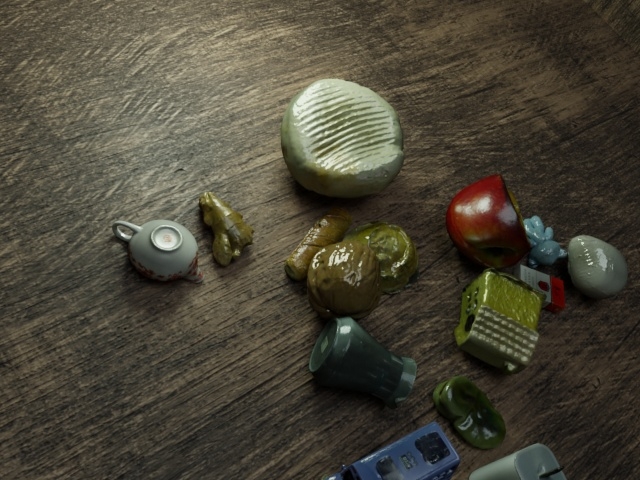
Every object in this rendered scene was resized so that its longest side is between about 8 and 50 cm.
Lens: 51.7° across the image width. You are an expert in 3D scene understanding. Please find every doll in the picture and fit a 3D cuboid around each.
[{"bbox_3d":[0.688,0.008,2.072,0.120,0.075,0.180,-21,45,12],"label":"doll"}]

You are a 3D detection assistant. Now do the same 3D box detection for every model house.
[{"bbox_3d":[0.475,0.226,1.758,0.193,0.175,0.234,26,49,-6],"label":"model house"}]

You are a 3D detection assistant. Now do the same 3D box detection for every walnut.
[{"bbox_3d":[0.063,0.099,1.648,0.213,0.213,0.213,11,55,-17],"label":"walnut"}]

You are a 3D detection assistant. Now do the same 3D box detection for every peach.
[{"bbox_3d":[0.488,-0.065,1.916,0.245,0.249,0.275,4,50,6],"label":"peach"}]

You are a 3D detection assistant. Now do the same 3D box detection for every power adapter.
[{"bbox_3d":[0.475,0.569,1.483,0.124,0.255,0.187,-10,63,-32],"label":"power adapter"}]

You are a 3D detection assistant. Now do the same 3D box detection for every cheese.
[{"bbox_3d":[0.849,0.086,2.018,0.198,0.154,0.189,22,63,-39],"label":"cheese"}]

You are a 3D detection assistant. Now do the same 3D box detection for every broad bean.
[{"bbox_3d":[0.376,0.427,1.659,0.206,0.072,0.153,40,53,-10],"label":"broad bean"}]

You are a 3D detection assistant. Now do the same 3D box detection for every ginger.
[{"bbox_3d":[-0.236,-0.039,1.681,0.115,0.081,0.205,-21,75,1],"label":"ginger"}]

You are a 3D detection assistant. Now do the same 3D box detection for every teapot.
[{"bbox_3d":[0.102,0.288,1.577,0.225,0.171,0.203,28,21,-13],"label":"teapot"},{"bbox_3d":[-0.385,0.015,1.575,0.245,0.116,0.159,31,62,5],"label":"teapot"}]

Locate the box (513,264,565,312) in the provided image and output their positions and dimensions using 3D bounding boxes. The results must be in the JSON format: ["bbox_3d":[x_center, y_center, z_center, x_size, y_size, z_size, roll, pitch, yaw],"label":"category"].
[{"bbox_3d":[0.652,0.145,1.972,0.152,0.048,0.100,19,55,-9],"label":"box"}]

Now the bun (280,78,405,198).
[{"bbox_3d":[0.058,-0.275,1.881,0.365,0.219,0.365,3,68,-7],"label":"bun"}]

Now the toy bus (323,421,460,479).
[{"bbox_3d":[0.136,0.487,1.346,0.292,0.133,0.125,-19,57,-26],"label":"toy bus"}]

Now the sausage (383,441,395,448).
[{"bbox_3d":[0.154,0.595,1.423,0.102,0.102,0.330,21,50,-10],"label":"sausage"}]

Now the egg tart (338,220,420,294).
[{"bbox_3d":[0.176,0.032,1.812,0.252,0.098,0.232,13,58,-20],"label":"egg tart"}]

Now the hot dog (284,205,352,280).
[{"bbox_3d":[0.000,0.003,1.773,0.088,0.061,0.286,42,52,-8],"label":"hot dog"}]

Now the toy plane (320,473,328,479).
[{"bbox_3d":[0.029,0.615,1.361,0.229,0.092,0.244,-9,59,-44],"label":"toy plane"}]
